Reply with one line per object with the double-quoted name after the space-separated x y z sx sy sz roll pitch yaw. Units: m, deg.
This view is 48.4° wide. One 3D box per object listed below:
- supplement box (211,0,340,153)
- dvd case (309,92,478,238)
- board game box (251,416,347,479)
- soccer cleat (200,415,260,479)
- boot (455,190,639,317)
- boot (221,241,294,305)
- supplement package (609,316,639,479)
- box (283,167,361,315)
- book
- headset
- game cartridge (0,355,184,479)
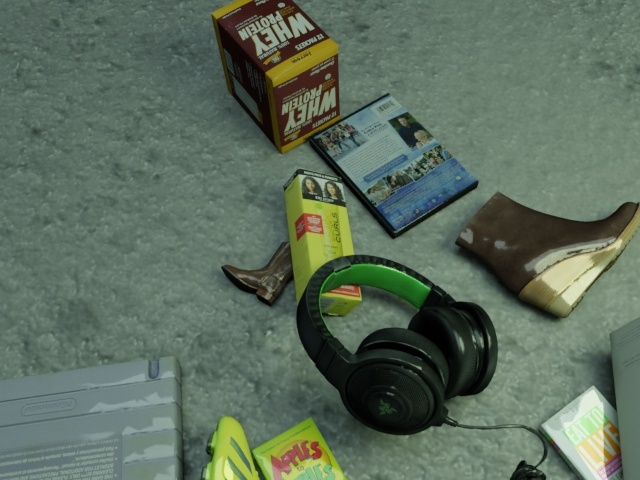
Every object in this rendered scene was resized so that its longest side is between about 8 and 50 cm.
-0.073 -0.297 1.239 0.129 0.191 0.194 -31 62 -15 "supplement box"
0.122 -0.136 1.228 0.180 0.022 0.253 -31 62 -15 "dvd case"
-0.007 0.335 0.929 0.092 0.043 0.181 -27 61 -13 "board game box"
-0.090 0.365 0.894 0.121 0.093 0.289 -2 59 -10 "soccer cleat"
0.359 -0.021 1.102 0.207 0.090 0.248 40 72 22 "boot"
-0.084 0.034 1.125 0.106 0.037 0.114 33 66 11 "boot"
0.488 0.234 0.864 0.177 0.175 0.293 16 58 -11 "supplement package"
0.000 0.000 1.111 0.087 0.058 0.232 12 54 -26 "box"
0.377 0.282 0.951 0.096 0.035 0.144 -32 65 -14 "book"
0.129 0.187 0.947 0.243 0.185 0.394 -19 53 -43 "headset"
-0.365 0.293 0.968 0.354 0.068 0.230 -7 62 -2 "game cartridge"
